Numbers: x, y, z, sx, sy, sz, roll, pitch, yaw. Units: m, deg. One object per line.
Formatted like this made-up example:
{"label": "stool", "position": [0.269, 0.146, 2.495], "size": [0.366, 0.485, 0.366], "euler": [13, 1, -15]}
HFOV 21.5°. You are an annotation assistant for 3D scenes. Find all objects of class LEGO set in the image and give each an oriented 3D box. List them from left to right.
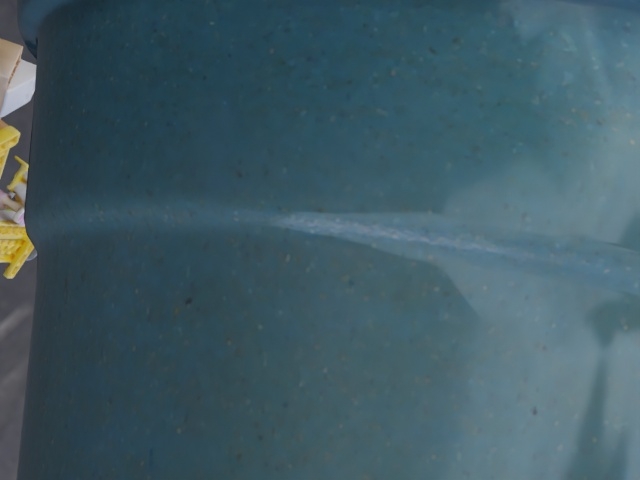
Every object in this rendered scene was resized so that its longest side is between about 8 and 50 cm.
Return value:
{"label": "LEGO set", "position": [-0.259, -0.060, 1.206], "size": [0.132, 0.107, 0.287], "euler": [-49, 166, -13]}

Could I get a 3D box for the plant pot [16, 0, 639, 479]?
{"label": "plant pot", "position": [0.030, 0.104, 0.598], "size": [0.341, 0.341, 0.334], "euler": [99, 0, -81]}
